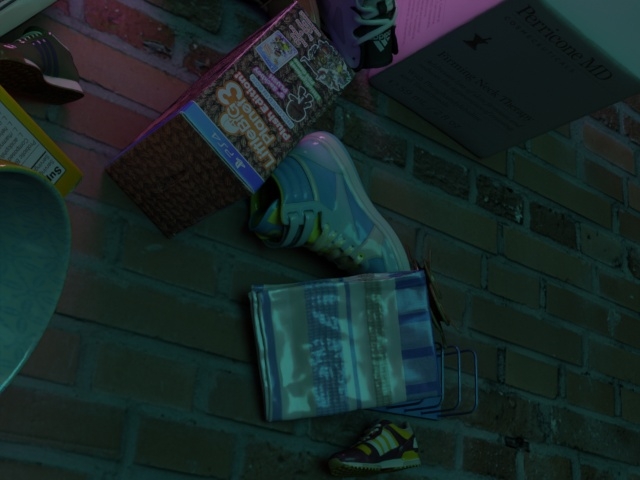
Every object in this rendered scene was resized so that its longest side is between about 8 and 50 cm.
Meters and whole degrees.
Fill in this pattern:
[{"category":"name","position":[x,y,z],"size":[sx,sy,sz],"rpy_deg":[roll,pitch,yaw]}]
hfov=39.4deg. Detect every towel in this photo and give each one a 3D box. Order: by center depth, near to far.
[{"category":"towel","position":[0.039,0.156,1.356],"size":[0.285,0.034,0.209],"rpy_deg":[-6,87,-12]}]

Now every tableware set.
[{"category":"tableware set","position":[0.193,0.087,1.505],"size":[0.128,0.039,0.194],"rpy_deg":[62,10,-19]}]

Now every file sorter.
[{"category":"file sorter","position":[0.167,0.226,1.481],"size":[0.170,0.104,0.118],"rpy_deg":[16,66,-34]}]

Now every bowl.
[{"category":"bowl","position":[-0.379,0.035,0.806],"size":[0.156,0.289,0.289],"rpy_deg":[26,52,16]}]

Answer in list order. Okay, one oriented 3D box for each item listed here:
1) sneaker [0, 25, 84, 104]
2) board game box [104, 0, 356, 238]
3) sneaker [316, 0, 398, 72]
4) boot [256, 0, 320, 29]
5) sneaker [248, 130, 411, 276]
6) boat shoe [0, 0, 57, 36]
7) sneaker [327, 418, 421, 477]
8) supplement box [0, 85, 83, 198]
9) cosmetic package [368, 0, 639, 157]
[{"category":"sneaker","position":[-0.383,-0.242,1.171],"size":[0.192,0.064,0.086],"rpy_deg":[18,57,-72]},{"category":"board game box","position":[-0.127,-0.171,1.283],"size":[0.141,0.232,0.291],"rpy_deg":[49,52,-15]},{"category":"sneaker","position":[0.106,-0.418,1.424],"size":[0.169,0.447,0.257],"rpy_deg":[-28,102,-21]},{"category":"boot","position":[-0.126,-0.415,1.449],"size":[0.203,0.095,0.261],"rpy_deg":[-27,92,-41]},{"category":"sneaker","position":[0.000,0.000,1.408],"size":[0.208,0.127,0.319],"rpy_deg":[-30,88,-41]},{"category":"boat shoe","position":[-0.444,-0.338,1.144],"size":[0.340,0.127,0.158],"rpy_deg":[-49,116,-37]},{"category":"sneaker","position":[0.079,0.325,1.410],"size":[0.186,0.070,0.083],"rpy_deg":[10,61,-43]},{"category":"supplement box","position":[-0.475,-0.115,0.962],"size":[0.356,0.195,0.194],"rpy_deg":[52,50,-31]},{"category":"cosmetic package","position":[0.351,-0.412,1.638],"size":[0.329,0.394,0.327],"rpy_deg":[28,61,-29]}]
